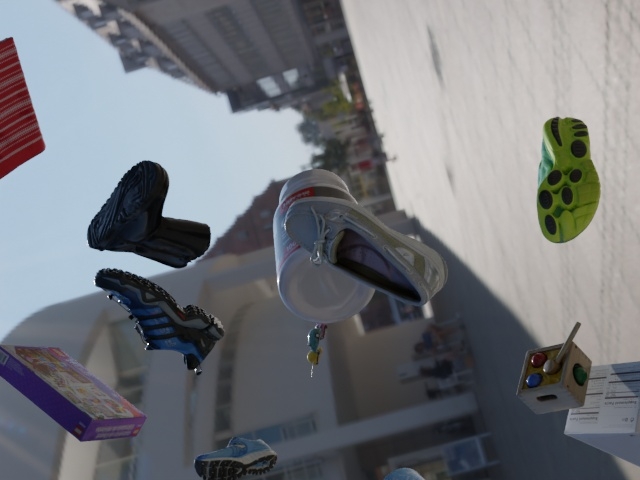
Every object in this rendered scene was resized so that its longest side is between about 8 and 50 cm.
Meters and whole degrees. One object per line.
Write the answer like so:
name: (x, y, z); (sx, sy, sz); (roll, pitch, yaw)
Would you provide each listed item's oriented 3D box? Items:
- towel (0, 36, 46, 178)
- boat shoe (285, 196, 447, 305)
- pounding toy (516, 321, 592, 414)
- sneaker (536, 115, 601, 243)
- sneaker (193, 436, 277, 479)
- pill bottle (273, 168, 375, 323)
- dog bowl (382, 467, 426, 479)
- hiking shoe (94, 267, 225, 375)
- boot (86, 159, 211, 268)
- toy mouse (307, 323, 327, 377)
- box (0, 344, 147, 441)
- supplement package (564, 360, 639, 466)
towel: (-0.702, -0.282, 1.924); (0.199, 0.031, 0.274); (-47, -42, -48)
boat shoe: (0.068, 0.019, 1.576); (0.103, 0.320, 0.118); (-39, -28, -53)
pounding toy: (0.465, 0.251, 1.727); (0.100, 0.141, 0.130); (43, -131, -22)
sneaker: (0.446, -0.098, 1.589); (0.123, 0.109, 0.295); (77, -158, -45)
sneaker: (-0.165, 0.408, 1.654); (0.073, 0.162, 0.063); (49, 129, 46)
pill bottle: (0.000, 0.000, 1.969); (0.363, 0.210, 0.210); (-100, -8, -57)
dog bowl: (0.179, 0.677, 2.022); (0.166, 0.074, 0.297); (30, -103, -34)
hiking shoe: (-0.357, 0.168, 1.875); (0.304, 0.132, 0.113); (31, 179, -11)
boot: (-0.286, -0.042, 1.628); (0.207, 0.246, 0.094); (14, -132, -39)
toy mouse: (-0.009, 0.244, 2.247); (0.161, 0.031, 0.143); (-61, -20, -60)
box: (-0.538, 0.322, 1.881); (0.293, 0.057, 0.201); (31, -176, 23)
supplement package: (0.652, 0.354, 1.714); (0.204, 0.262, 0.145); (-27, 39, 63)
